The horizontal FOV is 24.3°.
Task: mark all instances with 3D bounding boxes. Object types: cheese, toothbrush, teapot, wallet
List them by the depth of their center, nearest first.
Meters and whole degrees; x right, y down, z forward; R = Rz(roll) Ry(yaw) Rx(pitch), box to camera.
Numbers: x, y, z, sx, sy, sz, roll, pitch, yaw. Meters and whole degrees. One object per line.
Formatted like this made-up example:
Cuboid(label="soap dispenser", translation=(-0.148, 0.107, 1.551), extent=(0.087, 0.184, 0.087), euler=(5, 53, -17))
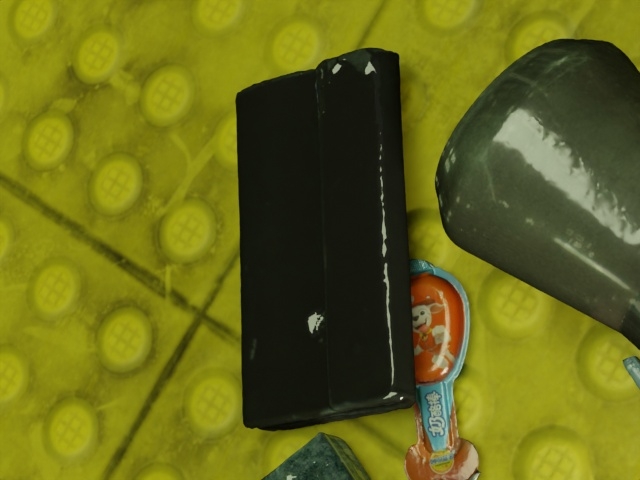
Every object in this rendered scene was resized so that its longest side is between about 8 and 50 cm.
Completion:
Cuboid(label="teapot", translation=(0.316, -0.028, 1.442), extent=(0.300, 0.253, 0.344), euler=(-45, 69, -1))
Cuboid(label="toothbrush", translation=(0.360, 0.207, 1.473), extent=(0.016, 0.019, 0.219), euler=(-42, 62, 28))
Cuboid(label="cheese", translation=(0.118, 0.141, 1.600), extent=(0.106, 0.037, 0.256), euler=(-14, 71, 25))
Cuboid(label="wallet", translation=(-0.001, 0.000, 1.661), extent=(0.228, 0.062, 0.406), euler=(-15, 70, 36))

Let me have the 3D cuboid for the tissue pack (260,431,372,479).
Cuboid(label="tissue pack", translation=(0.013, 0.360, 1.572), extent=(0.185, 0.081, 0.257), euler=(-41, 62, 12))
